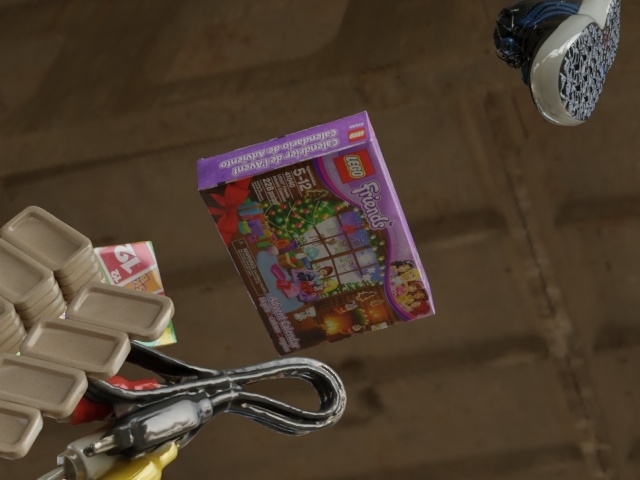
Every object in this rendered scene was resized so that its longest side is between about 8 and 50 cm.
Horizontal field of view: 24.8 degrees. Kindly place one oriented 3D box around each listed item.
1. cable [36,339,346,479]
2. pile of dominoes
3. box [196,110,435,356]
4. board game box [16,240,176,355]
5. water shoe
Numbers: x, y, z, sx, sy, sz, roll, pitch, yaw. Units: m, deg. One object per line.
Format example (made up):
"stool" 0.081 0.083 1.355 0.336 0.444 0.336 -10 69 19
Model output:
"cable" -0.110 0.132 1.195 0.072 0.287 0.139 -35 -106 43
"pile of dominoes" -0.222 0.082 0.796 0.196 0.251 0.040 29 -31 33
"box" 0.000 0.000 1.681 0.201 0.057 0.293 -17 -47 8
"board game box" -0.274 0.073 1.596 0.039 0.259 0.124 -21 -98 43
"water shoe" 0.157 -0.129 1.015 0.080 0.203 0.073 4 -68 20
